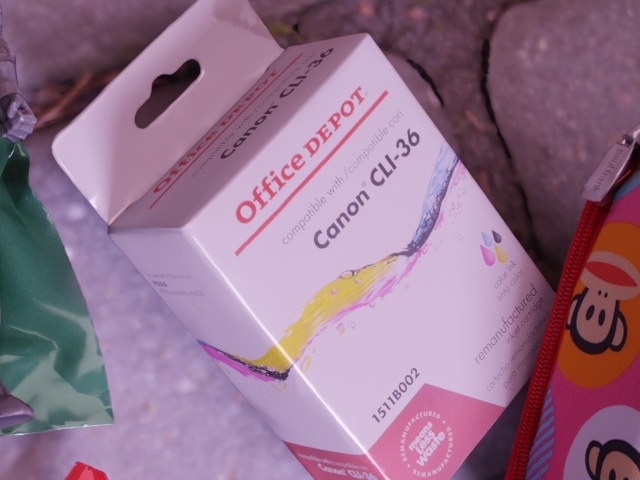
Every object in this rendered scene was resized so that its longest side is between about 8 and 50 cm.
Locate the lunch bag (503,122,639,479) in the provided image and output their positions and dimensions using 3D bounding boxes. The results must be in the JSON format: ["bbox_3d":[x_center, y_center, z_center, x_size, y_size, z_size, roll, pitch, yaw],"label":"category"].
[{"bbox_3d":[0.233,0.059,0.686,0.293,0.120,0.258,8,101,-25],"label":"lunch bag"}]

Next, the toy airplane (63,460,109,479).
[{"bbox_3d":[-0.142,0.115,0.620,0.151,0.028,0.151,5,77,-22],"label":"toy airplane"}]

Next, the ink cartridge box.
[{"bbox_3d":[0.000,0.000,0.659,0.115,0.067,0.198,-49,114,-23],"label":"ink cartridge box"}]

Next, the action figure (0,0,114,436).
[{"bbox_3d":[-0.153,-0.042,0.624,0.137,0.063,0.232,-1,73,-29],"label":"action figure"}]
